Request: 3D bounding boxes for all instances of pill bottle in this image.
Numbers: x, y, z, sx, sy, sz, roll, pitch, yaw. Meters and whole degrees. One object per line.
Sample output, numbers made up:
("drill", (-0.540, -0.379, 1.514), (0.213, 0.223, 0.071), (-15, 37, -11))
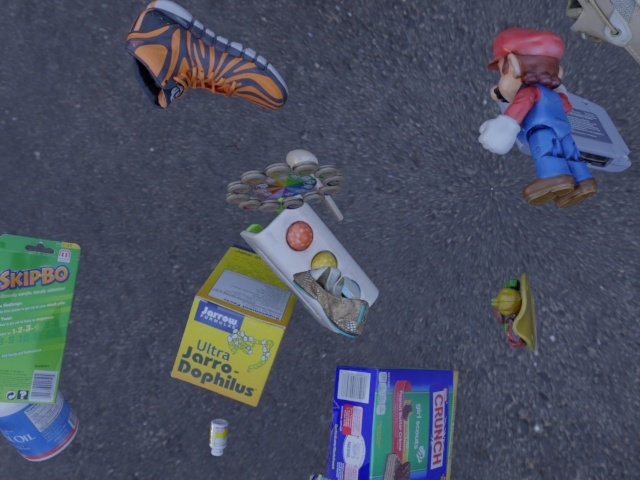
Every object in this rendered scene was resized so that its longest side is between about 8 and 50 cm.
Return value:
("pill bottle", (-0.555, 0.298, 1.350), (0.124, 0.124, 0.221), (-9, 127, 14))
("pill bottle", (-0.254, 0.489, 1.803), (0.043, 0.043, 0.083), (8, 98, 13))

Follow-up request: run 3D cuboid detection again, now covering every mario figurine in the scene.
("mario figurine", (0.350, -0.207, 1.229), (0.170, 0.198, 0.321), (-14, 72, 15))

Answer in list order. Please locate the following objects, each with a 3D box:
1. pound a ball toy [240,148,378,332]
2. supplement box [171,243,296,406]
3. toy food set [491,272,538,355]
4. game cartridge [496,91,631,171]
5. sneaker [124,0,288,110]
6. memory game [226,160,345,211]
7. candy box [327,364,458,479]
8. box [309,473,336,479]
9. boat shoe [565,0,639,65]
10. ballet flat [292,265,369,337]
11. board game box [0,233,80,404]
("pound a ball toy", (0.000, 0.000, 1.433), (0.208, 0.135, 0.319), (-45, 113, -15))
("supplement box", (-0.170, 0.174, 1.614), (0.194, 0.356, 0.195), (20, 108, 0))
("toy food set", (0.347, 0.137, 1.312), (0.071, 0.218, 0.128), (-5, 69, 19))
("game cartridge", (0.512, -0.248, 1.547), (0.060, 0.294, 0.196), (127, 143, -47))
("sneaker", (-0.228, -0.304, 1.393), (0.321, 0.124, 0.180), (29, 63, -10))
("memory game", (-0.053, -0.078, 1.099), (0.186, 0.186, 0.012), (-13, 74, 14))
("candy box", (0.163, 0.408, 1.569), (0.122, 0.317, 0.268), (-1, 81, 40))
("box", (-0.010, 0.526, 1.346), (0.059, 0.054, 0.169), (25, 65, -13))
("boat shoe", (0.335, -0.287, 0.846), (0.098, 0.302, 0.109), (-22, 45, 35))
("ballet flat", (0.021, 0.081, 1.146), (0.073, 0.206, 0.067), (22, 99, -35))
("board game box", (-0.460, 0.124, 1.137), (0.124, 0.039, 0.259), (10, 93, -27))
